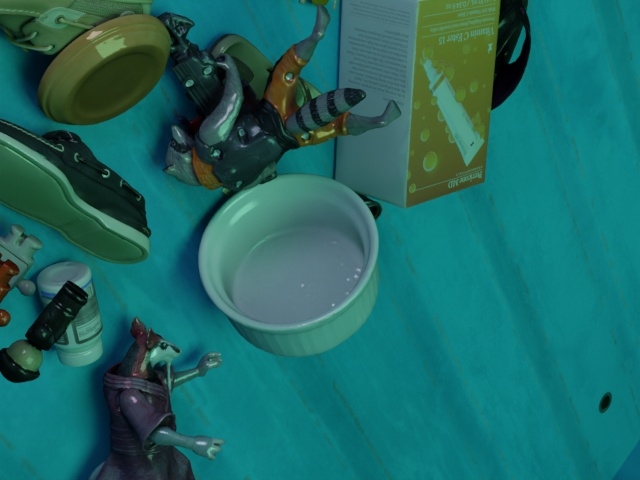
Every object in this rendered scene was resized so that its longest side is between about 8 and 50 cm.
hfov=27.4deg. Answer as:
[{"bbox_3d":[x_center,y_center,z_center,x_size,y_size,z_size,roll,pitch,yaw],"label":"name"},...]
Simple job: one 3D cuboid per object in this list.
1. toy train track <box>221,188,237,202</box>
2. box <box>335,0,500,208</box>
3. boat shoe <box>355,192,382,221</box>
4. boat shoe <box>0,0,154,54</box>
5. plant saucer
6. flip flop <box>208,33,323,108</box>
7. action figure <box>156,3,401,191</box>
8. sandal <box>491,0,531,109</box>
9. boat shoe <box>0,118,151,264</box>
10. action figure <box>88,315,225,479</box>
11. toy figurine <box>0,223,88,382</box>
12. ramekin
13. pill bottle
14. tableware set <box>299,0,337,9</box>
[{"bbox_3d":[-0.143,-0.054,2.064,0.048,0.014,0.083,36,80,-48],"label":"toy train track"},{"bbox_3d":[0.159,-0.256,2.186,0.215,0.168,0.345,-19,120,-42],"label":"box"},{"bbox_3d":[0.000,0.000,2.192,0.254,0.079,0.095,-33,129,-34],"label":"boat shoe"},{"bbox_3d":[-0.345,-0.288,1.663,0.341,0.121,0.110,-8,112,-47],"label":"boat shoe"},{"bbox_3d":[-0.281,-0.218,1.744,0.200,0.037,0.200,-33,162,-12],"label":"plant saucer"},{"bbox_3d":[-0.068,-0.226,2.020,0.277,0.080,0.112,36,79,-48],"label":"flip flop"},{"bbox_3d":[-0.101,-0.193,1.871,0.330,0.178,0.341,-31,129,17],"label":"action figure"},{"bbox_3d":[0.310,-0.307,2.373,0.167,0.107,0.446,7,101,-48],"label":"sandal"},{"bbox_3d":[-0.346,-0.090,1.761,0.340,0.127,0.113,35,50,-41],"label":"boat shoe"},{"bbox_3d":[-0.277,0.295,1.994,0.275,0.248,0.370,-5,101,-1],"label":"action figure"},{"bbox_3d":[-0.428,0.064,1.662,0.148,0.209,0.213,-52,146,6],"label":"toy figurine"},{"bbox_3d":[-0.039,0.045,2.026,0.277,0.277,0.135,-51,153,-19],"label":"ramekin"},{"bbox_3d":[-0.352,0.105,1.858,0.078,0.078,0.137,-29,127,-36],"label":"pill bottle"},{"bbox_3d":[-0.024,-0.419,2.032,0.154,0.024,0.104,2,101,-46],"label":"tableware set"}]
